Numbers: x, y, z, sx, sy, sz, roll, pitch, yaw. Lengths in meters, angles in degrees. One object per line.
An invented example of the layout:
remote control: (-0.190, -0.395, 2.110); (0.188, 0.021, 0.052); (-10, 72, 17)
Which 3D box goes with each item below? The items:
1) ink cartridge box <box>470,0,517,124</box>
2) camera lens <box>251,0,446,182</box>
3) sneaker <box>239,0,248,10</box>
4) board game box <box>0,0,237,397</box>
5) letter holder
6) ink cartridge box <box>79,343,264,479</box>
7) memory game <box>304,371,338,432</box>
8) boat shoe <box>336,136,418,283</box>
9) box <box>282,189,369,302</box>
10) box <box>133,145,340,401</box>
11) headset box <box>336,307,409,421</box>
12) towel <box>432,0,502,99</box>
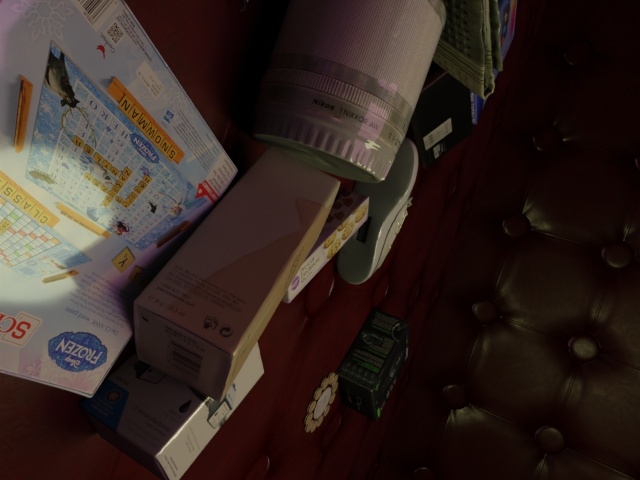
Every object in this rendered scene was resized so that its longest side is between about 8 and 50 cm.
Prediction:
ink cartridge box: (0.421, -0.526, 1.342); (0.395, 0.151, 0.270); (-63, 154, -11)
camera lens: (0.039, -0.244, 0.675); (0.219, 0.219, 0.274); (17, 93, -65)
sneaker: (-0.099, -0.310, 0.561); (0.098, 0.038, 0.069); (-37, 139, -49)
board game box: (-0.240, -0.040, 0.438); (0.318, 0.066, 0.319); (-61, 154, -19)
letter holder: (0.219, -0.346, 1.090); (0.152, 0.214, 0.302); (-37, 155, 5)
ink cartridge box: (-0.188, 0.195, 0.631); (0.191, 0.139, 0.082); (-49, 146, -39)
memory game: (0.003, 0.474, 1.381); (0.186, 0.012, 0.186); (-45, 146, -42)
boat shoe: (0.157, -0.071, 1.149); (0.156, 0.136, 0.367); (-17, 126, -60)
box: (0.000, 0.000, 0.963); (0.324, 0.063, 0.067); (-44, 144, -43)
box: (-0.097, 0.029, 0.622); (0.311, 0.121, 0.148); (-60, 175, -40)
headset box: (0.175, 0.415, 1.547); (0.283, 0.131, 0.246); (-53, 150, -32)
towel: (0.154, -0.393, 0.710); (0.056, 0.324, 0.312); (-39, 153, 3)
